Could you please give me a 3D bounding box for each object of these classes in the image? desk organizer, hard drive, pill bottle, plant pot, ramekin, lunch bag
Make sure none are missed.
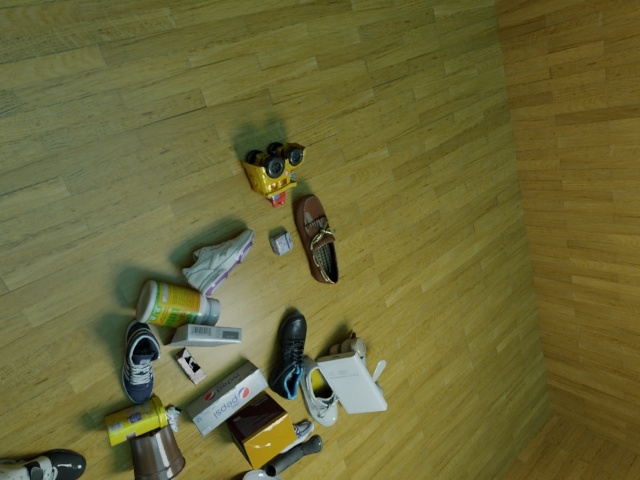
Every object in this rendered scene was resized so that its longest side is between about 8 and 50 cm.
[{"bbox_3d":[-0.462,0.448,1.445,0.050,0.047,0.130,-38,116,-27],"label":"desk organizer"},{"bbox_3d":[0.135,0.625,1.776,0.308,0.203,0.040,60,32,-17],"label":"hard drive"},{"bbox_3d":[-0.466,0.222,1.353,0.245,0.136,0.136,20,86,-35],"label":"pill bottle"},{"bbox_3d":[-0.552,0.698,1.359,0.166,0.167,0.165,-14,97,-32],"label":"plant pot"},{"bbox_3d":[-0.228,1.022,1.602,0.207,0.207,0.109,18,96,-35],"label":"ramekin"},{"bbox_3d":[-0.146,0.009,1.597,0.083,0.053,0.071,-31,115,-37],"label":"lunch bag"}]

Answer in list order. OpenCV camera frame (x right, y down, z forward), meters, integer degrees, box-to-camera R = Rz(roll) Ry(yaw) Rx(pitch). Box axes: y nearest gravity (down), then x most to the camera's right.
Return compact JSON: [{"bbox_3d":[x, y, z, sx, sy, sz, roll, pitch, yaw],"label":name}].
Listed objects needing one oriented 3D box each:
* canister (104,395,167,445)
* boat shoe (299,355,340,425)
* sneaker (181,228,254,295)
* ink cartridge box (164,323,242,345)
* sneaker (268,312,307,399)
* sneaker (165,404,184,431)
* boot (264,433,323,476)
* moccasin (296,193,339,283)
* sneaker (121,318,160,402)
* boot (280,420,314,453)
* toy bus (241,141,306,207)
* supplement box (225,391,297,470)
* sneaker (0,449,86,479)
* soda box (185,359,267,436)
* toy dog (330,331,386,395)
[{"bbox_3d":[-0.600,0.584,1.323,0.169,0.126,0.073,-13,100,-30],"label":"canister"},{"bbox_3d":[0.017,0.670,1.741,0.135,0.156,0.367,-28,111,-28],"label":"boat shoe"},{"bbox_3d":[-0.349,0.045,1.420,0.152,0.114,0.305,34,52,5],"label":"sneaker"},{"bbox_3d":[-0.400,0.326,1.375,0.189,0.232,0.066,13,71,-35],"label":"ink cartridge box"},{"bbox_3d":[-0.103,0.466,1.640,0.125,0.139,0.341,11,89,-33],"label":"sneaker"},{"bbox_3d":[-0.510,0.626,1.443,0.069,0.038,0.098,-33,115,-26],"label":"sneaker"},{"bbox_3d":[-0.109,0.889,1.681,0.208,0.076,0.190,0,140,-41],"label":"boot"},{"bbox_3d":[-0.003,0.001,1.635,0.139,0.147,0.380,-18,107,-32],"label":"moccasin"},{"bbox_3d":[-0.571,0.407,1.298,0.099,0.153,0.282,-3,99,-34],"label":"sneaker"},{"bbox_3d":[-0.115,0.812,1.724,0.190,0.069,0.086,-29,115,-26],"label":"boot"},{"bbox_3d":[-0.154,-0.240,1.509,0.220,0.149,0.212,-32,127,-30],"label":"toy bus"},{"bbox_3d":[-0.230,0.718,1.555,0.191,0.194,0.129,-25,110,-29],"label":"supplement box"},{"bbox_3d":[-0.849,0.694,1.156,0.330,0.146,0.123,12,89,-37],"label":"sneaker"},{"bbox_3d":[-0.345,0.579,1.513,0.286,0.098,0.091,-33,113,-27],"label":"soda box"},{"bbox_3d":[0.180,0.551,1.841,0.161,0.220,0.334,-53,136,-54],"label":"toy dog"}]
